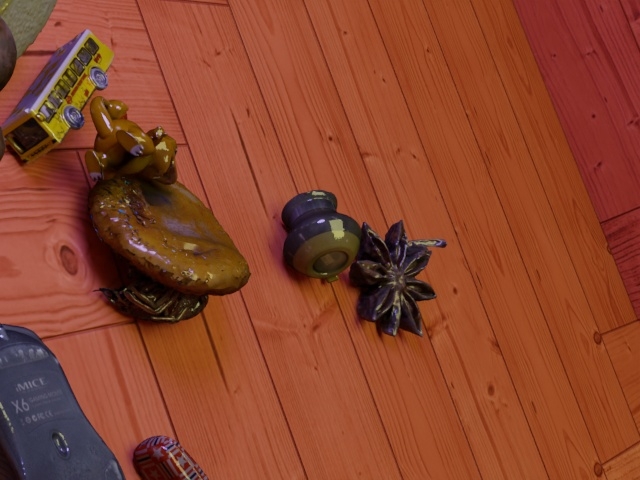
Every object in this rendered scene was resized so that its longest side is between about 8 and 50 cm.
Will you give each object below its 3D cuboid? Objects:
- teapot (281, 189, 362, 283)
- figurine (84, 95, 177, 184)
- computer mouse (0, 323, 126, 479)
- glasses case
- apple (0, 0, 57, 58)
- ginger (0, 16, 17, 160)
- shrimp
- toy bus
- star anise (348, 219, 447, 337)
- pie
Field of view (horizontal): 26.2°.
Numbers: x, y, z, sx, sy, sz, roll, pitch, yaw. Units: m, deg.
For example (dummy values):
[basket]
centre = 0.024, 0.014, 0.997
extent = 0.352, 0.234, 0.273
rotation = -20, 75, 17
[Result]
[teapot]
centre = 0.000, 0.000, 2.209
extent = 0.165, 0.130, 0.119
rotation = 77, -7, -55
[figurine]
centre = -0.254, -0.136, 1.850
extent = 0.122, 0.121, 0.176
rotation = 63, 17, 16
[computer mouse]
centre = -0.345, 0.203, 1.580
extent = 0.167, 0.090, 0.379
rotation = -3, 65, -62
[glasses case]
centre = -0.164, 0.331, 1.766
extent = 0.194, 0.073, 0.049
rotation = 59, 38, -11
[apple]
centre = -0.465, -0.315, 1.660
extent = 0.254, 0.179, 0.346
rotation = 56, 42, -1
[ginger]
centre = -0.441, -0.172, 1.533
extent = 0.245, 0.155, 0.304
rotation = -2, 101, -53
[shrimp]
centre = -0.226, 0.074, 1.857
extent = 0.190, 0.075, 0.073
rotation = 10, 98, -40
[toy bus]
centre = -0.346, -0.195, 1.844
extent = 0.074, 0.081, 0.226
rotation = 49, 35, -23
[star anise]
centre = 0.128, 0.062, 2.374
extent = 0.230, 0.081, 0.262
rotation = 58, 43, -12
[pie]
centre = -0.207, -0.012, 1.885
extent = 0.273, 0.069, 0.273
rotation = 32, 18, -12
